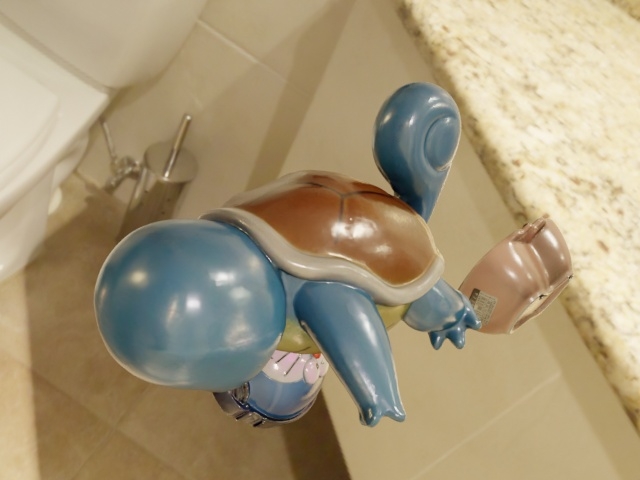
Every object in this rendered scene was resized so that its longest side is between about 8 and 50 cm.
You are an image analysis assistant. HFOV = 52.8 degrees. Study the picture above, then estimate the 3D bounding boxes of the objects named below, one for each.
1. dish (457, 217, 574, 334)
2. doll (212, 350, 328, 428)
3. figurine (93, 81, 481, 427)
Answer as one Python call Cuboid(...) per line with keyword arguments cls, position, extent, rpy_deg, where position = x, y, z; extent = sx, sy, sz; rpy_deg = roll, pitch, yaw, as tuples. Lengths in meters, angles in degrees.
Cuboid(cls="dish", position=(0.295, 0.067, 0.955), extent=(0.213, 0.213, 0.090), rpy_deg=(-19, 56, -40))
Cuboid(cls="doll", position=(-0.115, 0.202, 1.233), extent=(0.309, 0.240, 0.284), rpy_deg=(56, 35, -2))
Cuboid(cls="figurine", position=(0.010, 0.028, 0.599), extent=(0.298, 0.242, 0.416), rpy_deg=(26, 47, 38))
